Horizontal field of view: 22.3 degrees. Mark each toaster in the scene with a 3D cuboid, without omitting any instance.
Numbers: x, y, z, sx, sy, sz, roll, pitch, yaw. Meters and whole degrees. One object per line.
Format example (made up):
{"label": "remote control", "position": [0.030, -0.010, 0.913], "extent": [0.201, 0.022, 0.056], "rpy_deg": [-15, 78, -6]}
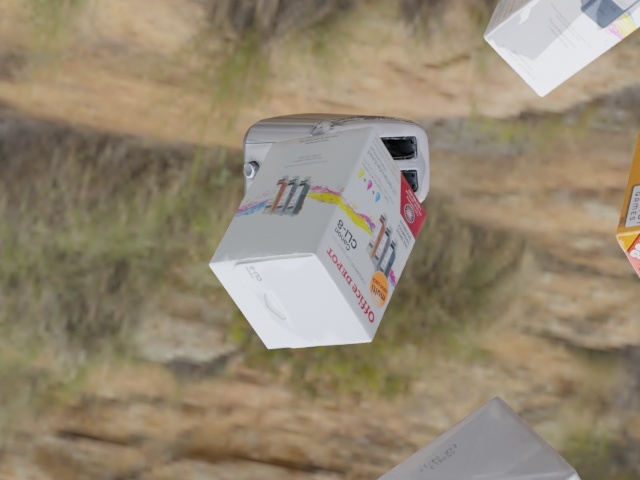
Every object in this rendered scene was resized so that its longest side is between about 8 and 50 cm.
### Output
{"label": "toaster", "position": [0.029, -0.087, 1.924], "extent": [0.227, 0.129, 0.146], "rpy_deg": [-3, -175, -37]}

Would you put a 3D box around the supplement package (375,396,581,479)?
{"label": "supplement package", "position": [0.196, 0.335, 1.552], "extent": [0.293, 0.177, 0.175], "rpy_deg": [58, 173, -26]}

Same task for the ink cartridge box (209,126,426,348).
{"label": "ink cartridge box", "position": [0.000, 0.000, 1.577], "extent": [0.127, 0.176, 0.128], "rpy_deg": [-6, 133, 35]}

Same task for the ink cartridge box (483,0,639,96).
{"label": "ink cartridge box", "position": [0.386, -0.357, 2.038], "extent": [0.119, 0.207, 0.353], "rpy_deg": [45, 124, -13]}

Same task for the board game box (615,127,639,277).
{"label": "board game box", "position": [0.555, -0.048, 1.628], "extent": [0.356, 0.356, 0.356], "rpy_deg": [-10, 134, 34]}
